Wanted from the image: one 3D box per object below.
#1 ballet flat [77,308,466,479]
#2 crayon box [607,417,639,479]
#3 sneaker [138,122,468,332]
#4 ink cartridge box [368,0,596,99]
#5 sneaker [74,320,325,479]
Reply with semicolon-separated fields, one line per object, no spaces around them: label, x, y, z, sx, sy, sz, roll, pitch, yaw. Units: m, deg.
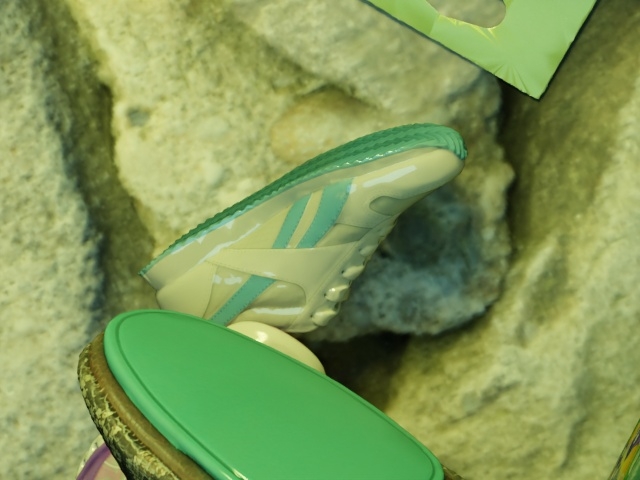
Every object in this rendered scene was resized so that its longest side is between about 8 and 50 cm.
ballet flat;0.057;0.193;1.028;0.482;0.164;0.182;19;112;27
crayon box;0.175;0.231;1.158;0.083;0.203;0.323;26;100;8
sneaker;0.000;0.000;1.237;0.228;0.087;0.092;-28;96;20
ink cartridge box;0.122;-0.229;1.198;0.171;0.056;0.235;31;99;6
sneaker;-0.093;0.155;1.231;0.095;0.104;0.236;35;123;-13
